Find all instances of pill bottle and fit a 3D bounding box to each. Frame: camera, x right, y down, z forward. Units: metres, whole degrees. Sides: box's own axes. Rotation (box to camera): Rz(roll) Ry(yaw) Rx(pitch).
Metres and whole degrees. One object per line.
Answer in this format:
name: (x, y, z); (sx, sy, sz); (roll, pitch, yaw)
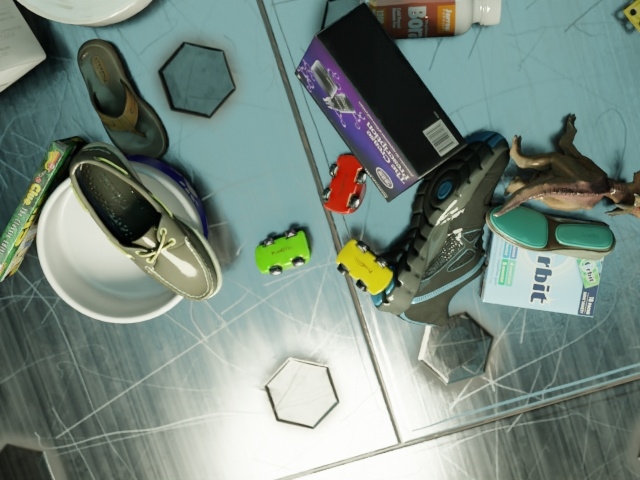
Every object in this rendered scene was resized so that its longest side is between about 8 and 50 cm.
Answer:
pill bottle: (0.168, -0.376, 1.645); (0.216, 0.121, 0.121); (-2, 99, 3)

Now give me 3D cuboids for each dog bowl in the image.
dog bowl: (-0.317, -0.005, 1.719); (0.265, 0.104, 0.264); (0, 105, 1)

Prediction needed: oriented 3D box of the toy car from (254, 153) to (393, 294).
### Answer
toy car: (0.000, 0.000, 1.731); (0.225, 0.053, 0.238); (-20, 72, 19)

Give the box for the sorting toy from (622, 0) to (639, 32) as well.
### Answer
sorting toy: (0.612, -0.332, 1.670); (0.275, 0.046, 0.132); (26, 99, -2)

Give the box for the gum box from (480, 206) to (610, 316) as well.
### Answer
gum box: (0.368, 0.036, 1.741); (0.185, 0.041, 0.156); (8, 99, 0)

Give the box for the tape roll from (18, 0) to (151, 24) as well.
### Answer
tape roll: (-0.375, -0.482, 1.663); (0.286, 0.100, 0.286); (0, 99, 3)

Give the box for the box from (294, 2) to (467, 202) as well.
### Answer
box: (0.086, -0.204, 1.621); (0.103, 0.184, 0.261); (-36, 88, -12)

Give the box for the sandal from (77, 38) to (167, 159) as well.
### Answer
sandal: (-0.328, -0.224, 1.719); (0.090, 0.060, 0.219); (-23, 104, 6)

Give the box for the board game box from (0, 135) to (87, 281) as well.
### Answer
board game box: (-0.466, -0.050, 1.717); (0.030, 0.136, 0.259); (31, 100, -1)

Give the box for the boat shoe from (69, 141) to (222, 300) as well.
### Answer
boat shoe: (-0.269, -0.017, 1.612); (0.109, 0.091, 0.305); (-39, 101, 11)

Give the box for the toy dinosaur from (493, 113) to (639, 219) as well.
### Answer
toy dinosaur: (0.404, -0.085, 1.629); (0.200, 0.296, 0.127); (36, 126, 33)

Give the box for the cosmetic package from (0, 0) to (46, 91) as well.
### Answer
cosmetic package: (-0.655, -0.409, 1.622); (0.230, 0.161, 0.453); (-28, 97, 29)

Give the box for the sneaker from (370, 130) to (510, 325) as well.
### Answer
sneaker: (0.216, -0.017, 1.718); (0.140, 0.125, 0.340); (27, 102, -23)

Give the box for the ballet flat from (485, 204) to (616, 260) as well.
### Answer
ballet flat: (0.358, -0.004, 1.677); (0.213, 0.068, 0.072); (10, 68, -5)
